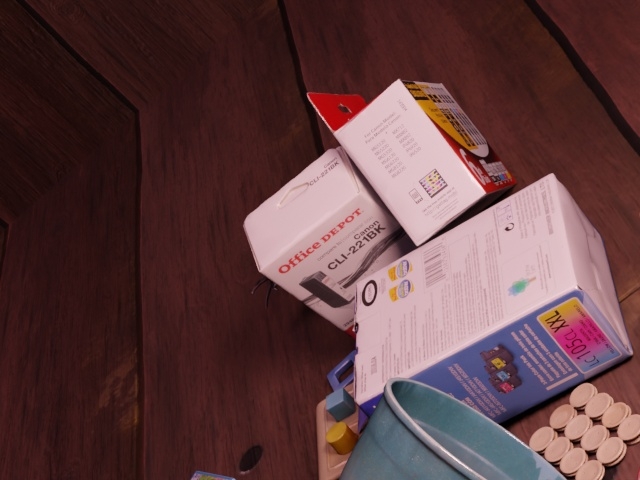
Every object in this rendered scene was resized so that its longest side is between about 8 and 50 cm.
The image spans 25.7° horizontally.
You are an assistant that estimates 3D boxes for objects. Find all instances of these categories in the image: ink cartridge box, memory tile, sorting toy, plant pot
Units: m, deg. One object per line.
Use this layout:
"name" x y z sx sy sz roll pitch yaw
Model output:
"ink cartridge box" 0.191 0.117 1.868 0.395 0.151 0.270 -29 29 20
"ink cartridge box" 0.048 0.013 2.099 0.197 0.273 0.114 -38 42 16
"memory tile" 0.321 0.234 1.688 0.113 0.012 0.148 -48 25 -4
"sorting toy" 0.060 0.248 2.019 0.196 0.047 0.348 -36 27 19
"plant pot" 0.120 0.335 1.578 0.255 0.271 0.272 -57 24 9
"ink cartridge box" 0.141 -0.147 2.077 0.130 0.272 0.309 -38 -5 15

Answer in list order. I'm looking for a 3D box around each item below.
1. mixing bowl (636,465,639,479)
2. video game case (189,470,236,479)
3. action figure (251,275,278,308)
"mixing bowl" 0.396 0.253 1.449 0.181 0.098 0.181 -35 28 22
"video game case" -0.204 0.436 2.179 0.119 0.015 0.166 -4 48 55
"action figure" 0.000 0.000 2.357 0.275 0.164 0.141 -32 37 7
